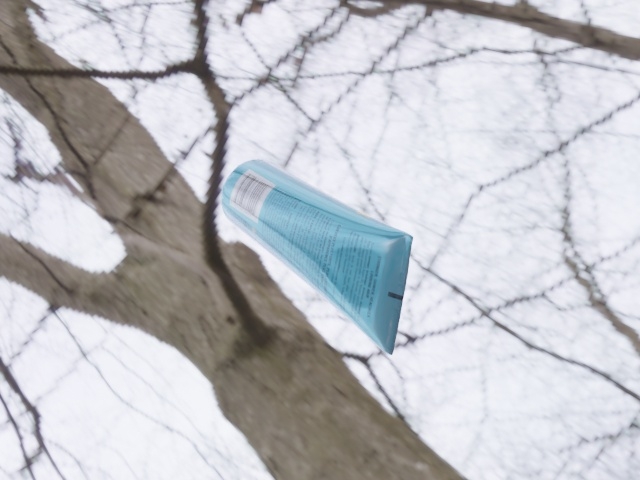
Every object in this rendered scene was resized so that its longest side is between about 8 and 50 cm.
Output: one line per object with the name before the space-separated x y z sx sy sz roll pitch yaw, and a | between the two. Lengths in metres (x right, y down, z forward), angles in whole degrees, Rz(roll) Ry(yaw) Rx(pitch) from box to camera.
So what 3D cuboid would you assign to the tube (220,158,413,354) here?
tube | 0.000 0.000 1.162 0.052 0.207 0.080 -7 -66 -28
